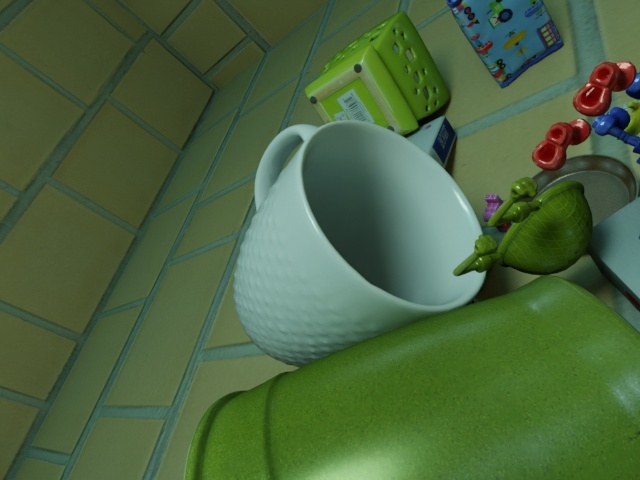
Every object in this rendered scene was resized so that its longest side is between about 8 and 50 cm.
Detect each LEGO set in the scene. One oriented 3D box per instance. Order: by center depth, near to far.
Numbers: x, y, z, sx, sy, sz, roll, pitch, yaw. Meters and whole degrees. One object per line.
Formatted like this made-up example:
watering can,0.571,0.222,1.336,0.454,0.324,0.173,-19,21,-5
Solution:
LEGO set,0.217,0.018,0.704,0.087,0.093,0.227,5,62,53

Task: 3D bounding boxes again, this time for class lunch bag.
lunch bag,0.345,-0.500,0.937,0.138,0.221,0.293,-34,36,26

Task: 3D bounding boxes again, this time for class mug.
mug,0.000,0.000,0.666,0.328,0.277,0.373,-47,59,46

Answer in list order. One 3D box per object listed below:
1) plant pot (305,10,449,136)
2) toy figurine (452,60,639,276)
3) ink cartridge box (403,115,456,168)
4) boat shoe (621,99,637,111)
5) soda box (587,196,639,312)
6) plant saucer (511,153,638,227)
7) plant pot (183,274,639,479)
plant pot,0.117,-0.328,0.997,0.227,0.228,0.207,-16,27,44
toy figurine,0.312,-0.037,0.367,0.217,0.191,0.362,46,130,29
ink cartridge box,0.095,-0.096,0.923,0.330,0.071,0.324,-19,29,39
boat shoe,0.484,-0.195,0.638,0.100,0.035,0.035,-1,60,59
soda box,0.390,0.075,0.432,0.098,0.091,0.286,-38,34,20
plant saucer,0.365,-0.050,0.647,0.169,0.029,0.168,-31,38,28
plant pot,0.136,0.221,0.411,0.353,0.366,0.366,-33,35,7
